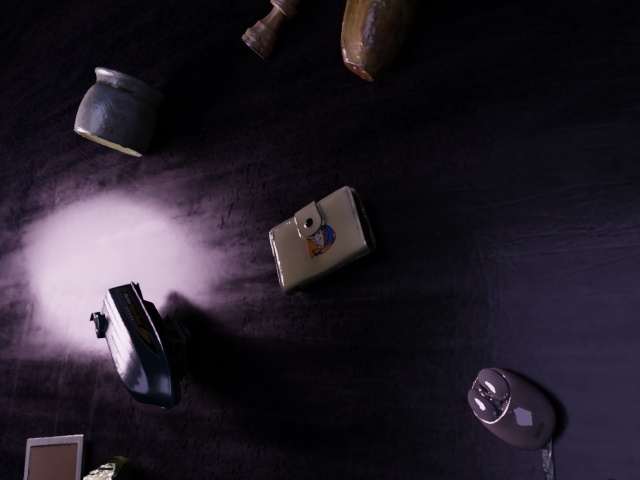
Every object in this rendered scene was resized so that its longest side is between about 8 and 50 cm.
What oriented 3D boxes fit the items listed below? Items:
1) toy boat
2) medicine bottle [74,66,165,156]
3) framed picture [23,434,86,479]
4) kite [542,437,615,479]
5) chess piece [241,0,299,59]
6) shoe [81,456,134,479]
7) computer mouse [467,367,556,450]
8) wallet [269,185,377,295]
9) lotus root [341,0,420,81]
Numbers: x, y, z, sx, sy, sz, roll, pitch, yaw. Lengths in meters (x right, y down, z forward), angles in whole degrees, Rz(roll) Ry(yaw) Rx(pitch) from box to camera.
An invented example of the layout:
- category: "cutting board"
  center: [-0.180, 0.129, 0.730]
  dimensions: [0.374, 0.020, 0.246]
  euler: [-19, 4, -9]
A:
- category: "toy boat"
  center: [-0.282, 0.175, 0.862]
  dimensions: [0.296, 0.122, 0.114]
  euler: [33, 120, 49]
- category: "medicine bottle"
  center: [-0.405, -0.260, 1.071]
  dimensions: [0.147, 0.147, 0.143]
  euler: [16, 86, 40]
- category: "framed picture"
  center: [-0.520, 0.522, 1.019]
  dimensions: [0.216, 0.016, 0.273]
  euler: [-16, 68, 33]
- category: "kite"
  center: [0.225, 0.243, 0.524]
  dimensions: [0.137, 0.005, 0.153]
  euler: [-22, 64, 31]
- category: "chess piece"
  center: [-0.065, -0.399, 0.908]
  dimensions: [0.172, 0.060, 0.060]
  euler: [-50, 53, 13]
- category: "shoe"
  center: [-0.371, 0.487, 0.843]
  dimensions: [0.140, 0.128, 0.262]
  euler: [-12, 41, 26]
- category: "computer mouse"
  center: [0.193, 0.171, 0.543]
  dimensions: [0.096, 0.039, 0.066]
  euler: [34, 99, 45]
- category: "wallet"
  center: [0.000, 0.000, 0.749]
  dimensions: [0.155, 0.039, 0.110]
  euler: [-29, 64, 29]
- category: "lotus root"
  center: [0.093, -0.354, 0.746]
  dimensions: [0.110, 0.097, 0.258]
  euler: [23, 99, 47]
